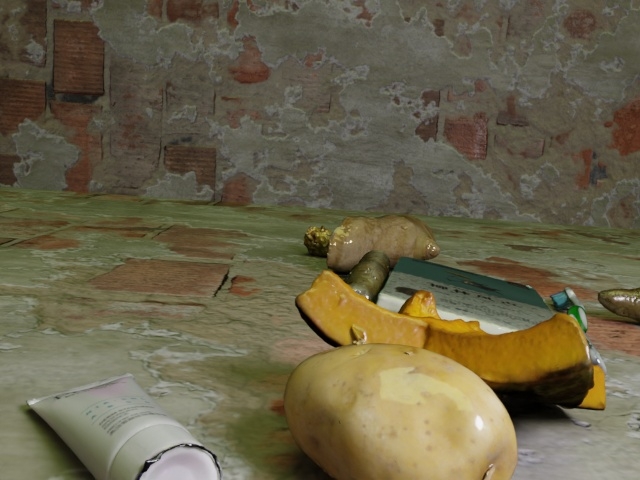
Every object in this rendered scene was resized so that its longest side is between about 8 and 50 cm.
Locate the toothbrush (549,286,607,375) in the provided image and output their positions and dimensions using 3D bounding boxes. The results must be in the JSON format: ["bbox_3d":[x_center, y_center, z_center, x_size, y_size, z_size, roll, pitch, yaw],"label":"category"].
[{"bbox_3d":[0.381,0.120,0.881,0.040,0.042,0.418,-25,-1,16],"label":"toothbrush"}]

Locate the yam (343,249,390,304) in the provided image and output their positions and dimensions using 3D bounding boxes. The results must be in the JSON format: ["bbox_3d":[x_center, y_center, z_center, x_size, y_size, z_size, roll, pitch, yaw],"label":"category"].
[{"bbox_3d":[0.074,0.070,0.977,0.071,0.067,0.317,-33,2,15],"label":"yam"}]

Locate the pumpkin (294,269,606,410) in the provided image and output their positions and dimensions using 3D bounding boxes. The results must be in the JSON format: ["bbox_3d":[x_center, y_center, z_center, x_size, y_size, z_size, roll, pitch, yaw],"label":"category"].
[{"bbox_3d":[0.140,0.102,0.584,0.258,0.095,0.290,13,-5,31],"label":"pumpkin"}]

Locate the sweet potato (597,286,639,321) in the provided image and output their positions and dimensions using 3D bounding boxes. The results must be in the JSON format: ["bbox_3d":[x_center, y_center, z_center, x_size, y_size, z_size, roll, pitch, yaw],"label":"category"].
[{"bbox_3d":[0.614,0.094,1.001,0.310,0.098,0.124,-3,-12,-30],"label":"sweet potato"}]

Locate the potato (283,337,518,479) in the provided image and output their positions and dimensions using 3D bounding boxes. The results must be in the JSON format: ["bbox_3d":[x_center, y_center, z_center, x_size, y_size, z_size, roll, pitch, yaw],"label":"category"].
[{"bbox_3d":[0.048,0.127,0.429,0.118,0.109,0.178,-29,22,-36],"label":"potato"}]

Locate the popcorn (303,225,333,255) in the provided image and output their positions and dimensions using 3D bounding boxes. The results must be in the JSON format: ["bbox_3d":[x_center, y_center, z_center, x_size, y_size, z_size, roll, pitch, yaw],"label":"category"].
[{"bbox_3d":[0.000,0.000,1.425,0.082,0.083,0.057,31,47,23],"label":"popcorn"}]

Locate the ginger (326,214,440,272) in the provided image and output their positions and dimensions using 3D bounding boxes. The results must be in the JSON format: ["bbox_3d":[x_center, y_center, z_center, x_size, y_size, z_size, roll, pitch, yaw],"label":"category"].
[{"bbox_3d":[0.136,0.007,1.300,0.354,0.126,0.190,-7,24,-42],"label":"ginger"}]

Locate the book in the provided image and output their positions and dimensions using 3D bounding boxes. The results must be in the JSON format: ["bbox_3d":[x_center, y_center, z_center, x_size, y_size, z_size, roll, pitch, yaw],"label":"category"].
[{"bbox_3d":[0.238,0.092,0.962,0.264,0.031,0.379,14,10,10],"label":"book"}]

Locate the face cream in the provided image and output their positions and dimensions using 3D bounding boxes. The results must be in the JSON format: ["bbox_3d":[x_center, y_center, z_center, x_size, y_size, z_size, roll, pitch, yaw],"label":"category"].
[{"bbox_3d":[-0.148,0.140,0.445,0.092,0.058,0.243,-7,7,-35],"label":"face cream"}]
